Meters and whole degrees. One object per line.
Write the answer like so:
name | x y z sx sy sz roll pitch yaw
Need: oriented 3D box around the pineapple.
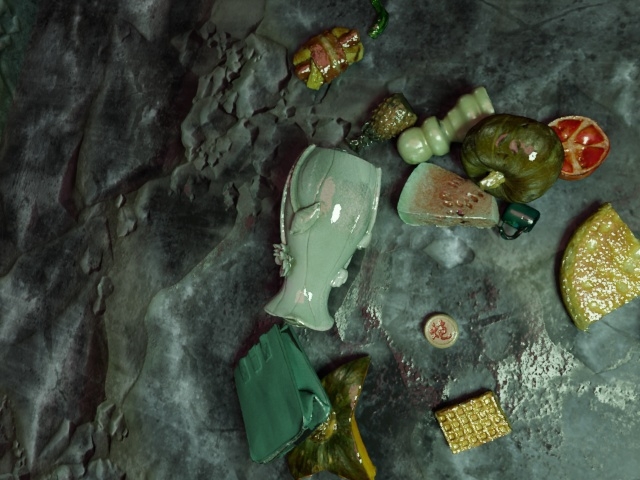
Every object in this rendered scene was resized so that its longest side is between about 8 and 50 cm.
pineapple | 0.158 -0.301 1.116 0.197 0.108 0.108 -35 72 25

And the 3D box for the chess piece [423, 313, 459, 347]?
chess piece | 0.295 0.221 1.019 0.083 0.038 0.084 -3 81 21

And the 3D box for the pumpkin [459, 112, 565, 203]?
pumpkin | 0.404 -0.171 0.903 0.219 0.219 0.162 37 79 20

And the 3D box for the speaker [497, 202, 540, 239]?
speaker | 0.461 -0.046 0.974 0.075 0.060 0.094 32 61 22

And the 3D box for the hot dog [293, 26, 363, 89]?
hot dog | 0.019 -0.529 1.187 0.213 0.103 0.146 -36 72 11

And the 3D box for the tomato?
tomato | 0.573 -0.207 0.961 0.155 0.069 0.155 -5 71 16

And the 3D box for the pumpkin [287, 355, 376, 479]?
pumpkin | 0.018 0.455 1.056 0.258 0.095 0.290 -15 68 29

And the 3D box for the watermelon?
watermelon | 0.328 -0.094 1.035 0.241 0.094 0.154 19 80 19

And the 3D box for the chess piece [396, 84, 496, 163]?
chess piece | 0.310 -0.269 1.040 0.243 0.133 0.133 -24 75 21

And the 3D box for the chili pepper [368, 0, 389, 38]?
chili pepper | 0.168 -0.635 1.186 0.055 0.035 0.118 4 88 3

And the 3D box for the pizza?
pizza | 0.634 0.063 0.909 0.197 0.058 0.292 9 87 19

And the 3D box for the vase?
vase | 0.000 0.000 1.061 0.250 0.250 0.445 17 92 21

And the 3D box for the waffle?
waffle | 0.354 0.421 0.967 0.148 0.042 0.102 -28 76 14

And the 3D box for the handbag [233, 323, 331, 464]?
handbag | -0.104 0.384 1.055 0.269 0.100 0.274 -53 48 31
